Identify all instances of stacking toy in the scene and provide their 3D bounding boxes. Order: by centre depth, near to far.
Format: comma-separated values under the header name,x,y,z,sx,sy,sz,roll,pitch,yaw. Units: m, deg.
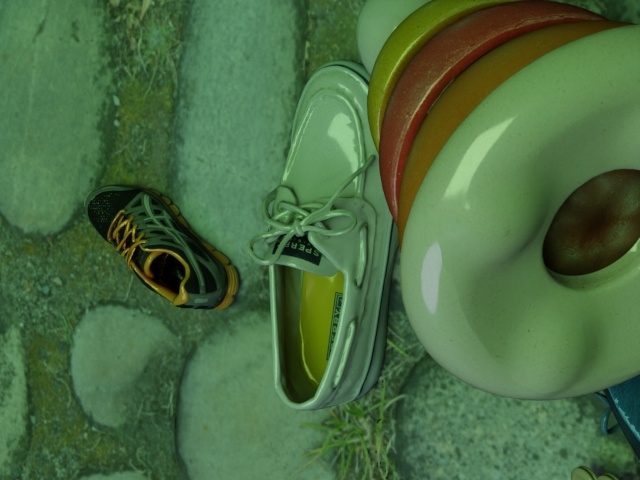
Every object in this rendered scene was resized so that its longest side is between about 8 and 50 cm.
name,x,y,z,sx,sy,sz,roll,pitch,yaw
stacking toy,0.153,-0.120,1.478,0.351,0.350,0.480,-62,36,22

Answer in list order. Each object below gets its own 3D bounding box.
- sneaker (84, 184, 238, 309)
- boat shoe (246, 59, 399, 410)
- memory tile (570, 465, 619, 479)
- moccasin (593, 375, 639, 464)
name,x,y,z,sx,sy,sz,roll,pitch,yaw
sneaker,-0.190,0.005,1.835,0.215,0.083,0.084,34,114,24
boat shoe,-0.008,0.000,1.683,0.135,0.156,0.367,12,103,28
memory tile,0.290,0.292,1.586,0.113,0.012,0.148,12,121,58
moccasin,0.325,0.181,1.504,0.137,0.117,0.342,-17,74,-4
